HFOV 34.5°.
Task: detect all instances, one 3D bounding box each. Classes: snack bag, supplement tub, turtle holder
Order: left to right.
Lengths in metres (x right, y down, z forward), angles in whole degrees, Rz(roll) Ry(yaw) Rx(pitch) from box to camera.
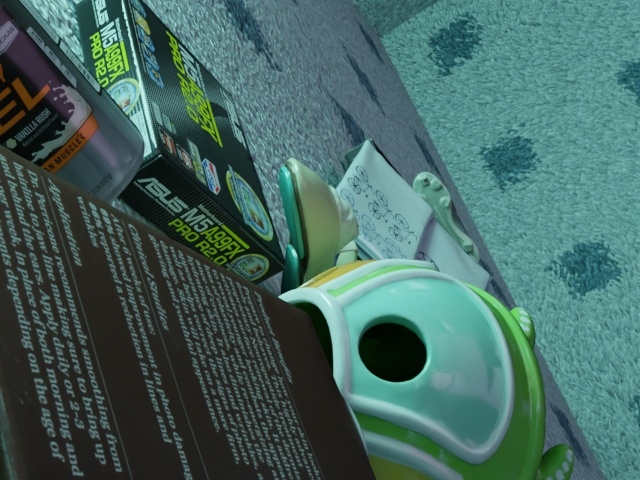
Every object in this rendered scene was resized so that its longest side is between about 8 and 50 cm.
[{"bbox_3d":[-0.209,-0.093,0.639,0.190,0.117,0.117,51,16,-30],"label":"supplement tub"},{"bbox_3d":[0.044,0.167,0.850,0.227,0.243,0.320,25,74,-42],"label":"turtle holder"},{"bbox_3d":[0.154,0.014,1.655,0.342,0.037,0.323,46,26,-8],"label":"snack bag"}]

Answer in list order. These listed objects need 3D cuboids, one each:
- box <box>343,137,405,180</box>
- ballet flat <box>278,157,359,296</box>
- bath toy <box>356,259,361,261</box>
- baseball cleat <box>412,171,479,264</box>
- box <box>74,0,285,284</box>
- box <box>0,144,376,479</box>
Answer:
[{"bbox_3d":[0.169,0.002,1.892,0.293,0.073,0.295,42,23,-49],"label":"box"},{"bbox_3d":[0.000,0.000,1.045,0.248,0.086,0.086,94,-21,-54],"label":"ballet flat"},{"bbox_3d":[0.081,0.128,1.217,0.348,0.151,0.129,-62,156,-74],"label":"bath toy"},{"bbox_3d":[0.222,-0.036,1.908,0.206,0.072,0.109,62,0,-10],"label":"baseball cleat"},{"bbox_3d":[-0.141,-0.106,1.029,0.216,0.060,0.270,44,21,-47],"label":"box"},{"bbox_3d":[-0.107,0.102,0.556,0.381,0.143,0.191,33,29,-58],"label":"box"}]
